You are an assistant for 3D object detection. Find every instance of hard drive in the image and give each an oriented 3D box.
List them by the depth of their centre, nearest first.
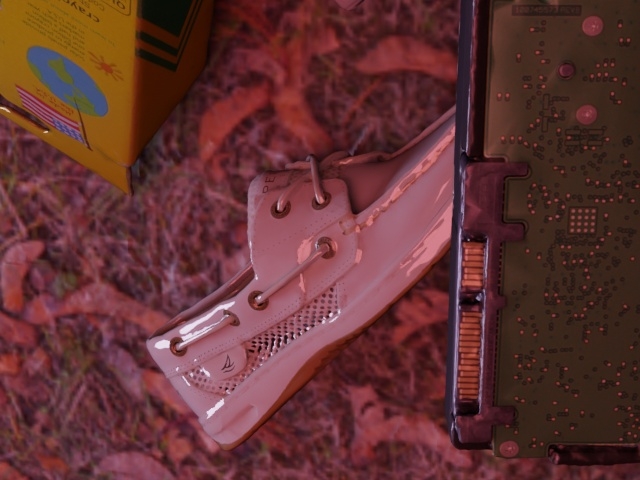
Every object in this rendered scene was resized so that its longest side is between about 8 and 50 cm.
[{"bbox_3d":[0.228,-0.016,0.614,0.338,0.064,0.237,-1,108,-1],"label":"hard drive"}]

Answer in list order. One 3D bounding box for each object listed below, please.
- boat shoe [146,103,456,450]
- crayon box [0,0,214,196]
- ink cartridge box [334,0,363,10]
[{"bbox_3d":[0.000,0.000,0.721,0.096,0.098,0.277,43,117,-2],"label":"boat shoe"},{"bbox_3d":[-0.150,-0.158,0.656,0.202,0.081,0.318,32,157,3],"label":"crayon box"},{"bbox_3d":[-0.020,-0.265,0.588,0.185,0.065,0.311,-34,124,24],"label":"ink cartridge box"}]
